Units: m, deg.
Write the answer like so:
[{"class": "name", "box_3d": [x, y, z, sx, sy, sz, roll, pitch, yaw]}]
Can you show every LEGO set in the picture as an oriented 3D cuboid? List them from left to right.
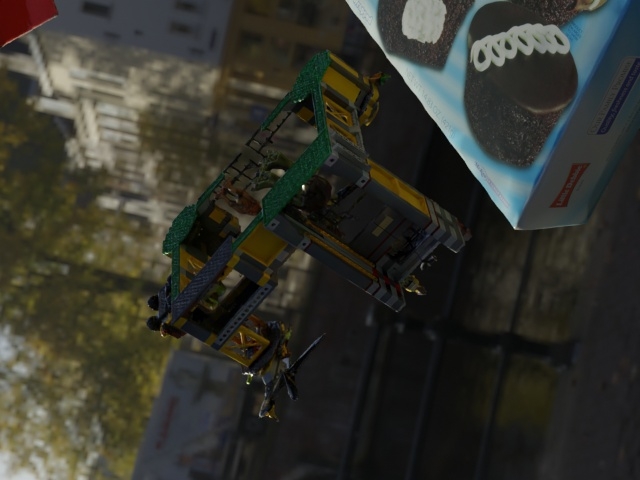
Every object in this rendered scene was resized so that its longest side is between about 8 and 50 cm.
[{"class": "LEGO set", "box_3d": [0.000, 0.000, 1.320, 0.331, 0.192, 0.255, -51, 24, 14]}]

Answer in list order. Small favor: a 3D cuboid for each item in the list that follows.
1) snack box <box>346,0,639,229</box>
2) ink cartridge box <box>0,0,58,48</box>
[{"class": "snack box", "box_3d": [0.092, -0.181, 0.789, 0.322, 0.060, 0.187, 59, 140, 39]}, {"class": "ink cartridge box", "box_3d": [-0.401, -0.321, 1.406, 0.239, 0.060, 0.275, -17, 93, 46]}]
